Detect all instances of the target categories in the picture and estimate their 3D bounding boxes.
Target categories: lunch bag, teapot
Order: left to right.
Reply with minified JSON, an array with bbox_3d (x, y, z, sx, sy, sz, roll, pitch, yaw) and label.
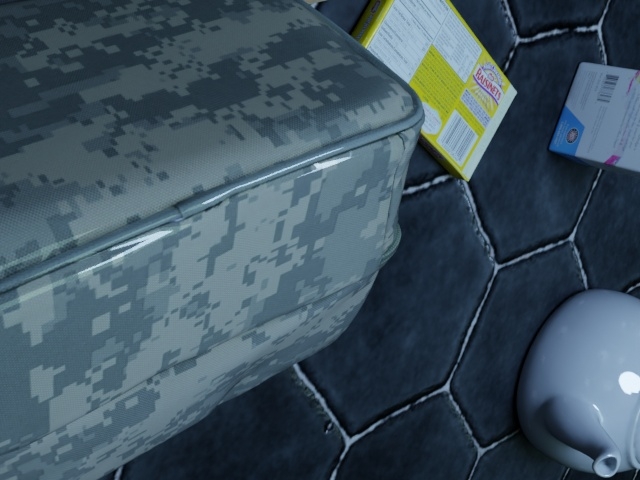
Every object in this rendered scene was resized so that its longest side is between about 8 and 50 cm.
[{"bbox_3d":[-0.121,0.017,0.447,0.305,0.212,0.256,-25,141,-30],"label":"lunch bag"},{"bbox_3d":[0.387,0.191,0.999,0.256,0.187,0.252,-55,134,-12],"label":"teapot"}]

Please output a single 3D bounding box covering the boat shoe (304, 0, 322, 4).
[{"bbox_3d":[-0.015,-0.200,0.550,0.207,0.073,0.073,-31,129,-30],"label":"boat shoe"}]

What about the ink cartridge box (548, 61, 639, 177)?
[{"bbox_3d":[0.347,-0.118,0.839,0.061,0.181,0.104,14,97,-45],"label":"ink cartridge box"}]

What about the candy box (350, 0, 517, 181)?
[{"bbox_3d":[0.103,-0.146,0.714,0.206,0.027,0.105,36,79,-45],"label":"candy box"}]
